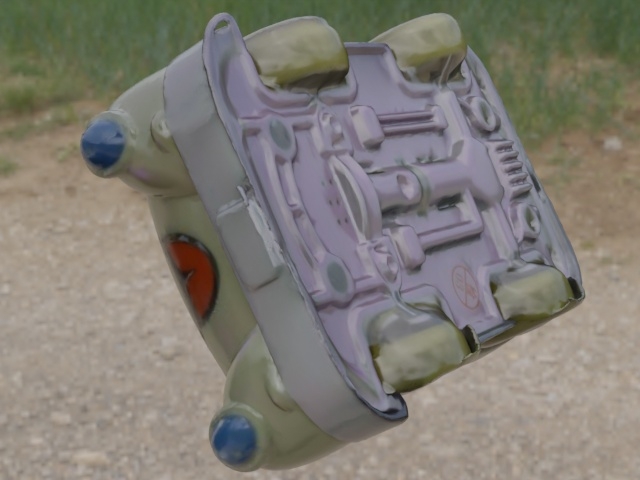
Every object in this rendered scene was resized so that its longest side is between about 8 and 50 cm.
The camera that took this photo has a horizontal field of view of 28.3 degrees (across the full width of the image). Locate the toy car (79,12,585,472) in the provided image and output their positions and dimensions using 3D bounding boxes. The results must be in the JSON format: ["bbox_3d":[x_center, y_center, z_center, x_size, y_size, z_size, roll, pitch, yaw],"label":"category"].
[{"bbox_3d":[0.000,0.000,0.825,0.226,0.242,0.336,-28,-6,35],"label":"toy car"}]
